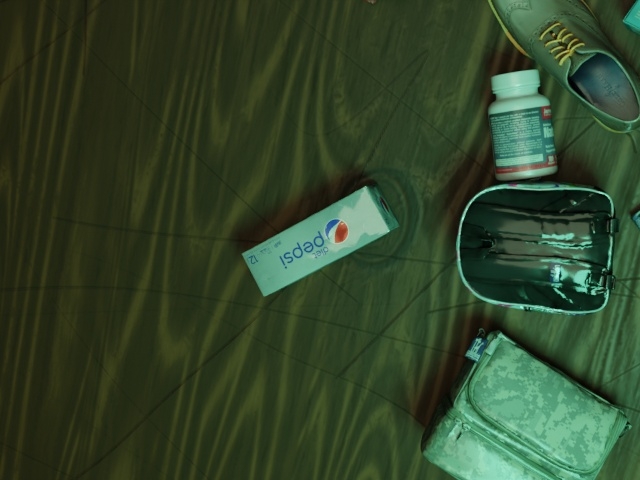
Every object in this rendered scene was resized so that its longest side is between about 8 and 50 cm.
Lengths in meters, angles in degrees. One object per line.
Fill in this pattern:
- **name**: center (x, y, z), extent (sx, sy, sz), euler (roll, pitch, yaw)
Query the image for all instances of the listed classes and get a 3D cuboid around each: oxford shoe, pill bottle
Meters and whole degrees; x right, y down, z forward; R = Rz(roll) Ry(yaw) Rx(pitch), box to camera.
- **oxford shoe**: center (0.414, -0.329, 1.387), extent (0.364, 0.133, 0.130), euler (45, 109, 7)
- **pill bottle**: center (0.345, -0.199, 1.443), extent (0.108, 0.108, 0.180), euler (-6, 97, 18)

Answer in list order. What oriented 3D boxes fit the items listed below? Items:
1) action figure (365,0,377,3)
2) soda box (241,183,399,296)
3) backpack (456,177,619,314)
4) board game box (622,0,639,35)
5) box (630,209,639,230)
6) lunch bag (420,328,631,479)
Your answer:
- **action figure**: center (0.218, -0.481, 1.459), extent (0.280, 0.139, 0.091), euler (0, 102, 40)
- **soda box**: center (0.000, 0.000, 1.591), extent (0.286, 0.091, 0.098), euler (-29, 88, 19)
- **backpack**: center (0.360, 0.005, 1.426), extent (0.253, 0.191, 0.225), euler (3, 97, 10)
- **board game box**: center (0.681, -0.425, 1.298), extent (0.253, 0.079, 0.336), euler (37, 107, 19)
- **box**: center (0.600, -0.014, 1.402), extent (0.094, 0.027, 0.137), euler (-41, 57, 18)
- **lunch bag**: center (0.354, 0.332, 1.480), extent (0.305, 0.212, 0.256), euler (32, 90, 10)
